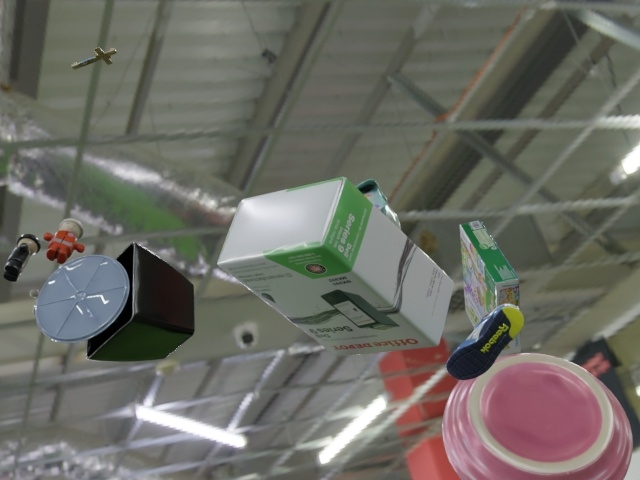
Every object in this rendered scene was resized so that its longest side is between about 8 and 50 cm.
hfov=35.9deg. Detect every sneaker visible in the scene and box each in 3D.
[{"bbox_3d":[0.243,0.148,1.449,0.144,0.053,0.059,-46,4,17],"label":"sneaker"}]

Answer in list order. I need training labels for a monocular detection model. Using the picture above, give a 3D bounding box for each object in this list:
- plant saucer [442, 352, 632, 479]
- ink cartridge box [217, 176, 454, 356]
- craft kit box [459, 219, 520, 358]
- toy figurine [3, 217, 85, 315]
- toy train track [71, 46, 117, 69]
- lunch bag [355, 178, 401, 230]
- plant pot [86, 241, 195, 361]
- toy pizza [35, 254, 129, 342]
[{"bbox_3d":[0.382,0.322,1.737,0.332,0.332,0.084,-12,-44,-9],"label":"plant saucer"},{"bbox_3d":[0.029,0.049,1.455,0.211,0.122,0.289,-11,-40,41],"label":"ink cartridge box"},{"bbox_3d":[0.370,0.122,2.152,0.061,0.250,0.247,-14,-59,-3],"label":"craft kit box"},{"bbox_3d":[-0.641,0.069,2.421,0.213,0.148,0.210,-21,-61,20],"label":"toy figurine"},{"bbox_3d":[-0.390,-0.315,1.702,0.083,0.014,0.048,-19,-29,11],"label":"toy train track"},{"bbox_3d":[0.047,-0.007,1.956,0.223,0.160,0.262,-26,18,7],"label":"lunch bag"},{"bbox_3d":[-0.361,0.145,2.038,0.167,0.187,0.188,21,-44,-33],"label":"plant pot"},{"bbox_3d":[-0.469,0.118,1.960,0.201,0.201,0.032,-19,-37,5],"label":"toy pizza"}]
